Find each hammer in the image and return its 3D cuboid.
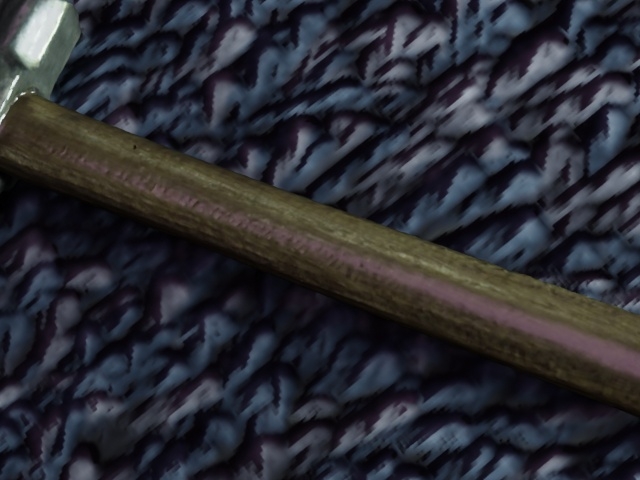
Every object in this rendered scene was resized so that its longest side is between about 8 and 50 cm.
[{"bbox_3d":[0.000,0.000,0.630,0.365,0.043,0.111,21,76,18],"label":"hammer"}]
